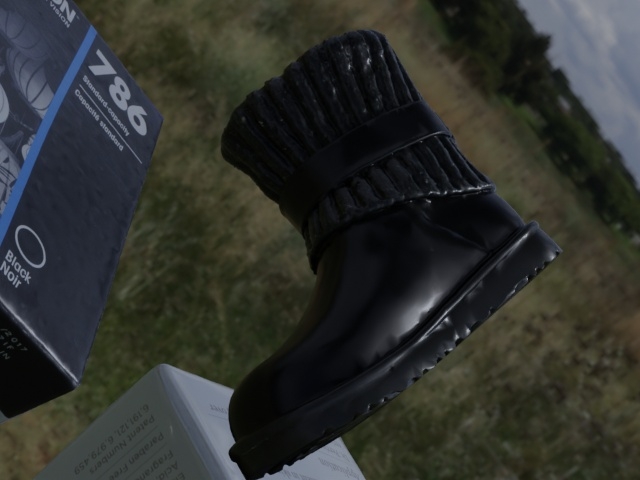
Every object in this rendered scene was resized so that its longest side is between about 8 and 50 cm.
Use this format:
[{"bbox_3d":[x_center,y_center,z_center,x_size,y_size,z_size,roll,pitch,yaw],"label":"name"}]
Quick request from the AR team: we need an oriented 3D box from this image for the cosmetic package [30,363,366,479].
[{"bbox_3d":[-0.087,0.389,1.155,0.329,0.327,0.394,33,18,-53],"label":"cosmetic package"}]

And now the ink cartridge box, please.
[{"bbox_3d":[-0.173,-0.068,0.707,0.165,0.065,0.333,53,22,-29],"label":"ink cartridge box"}]

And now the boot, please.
[{"bbox_3d":[-0.001,0.001,0.970,0.348,0.131,0.260,-35,81,-37],"label":"boot"}]
